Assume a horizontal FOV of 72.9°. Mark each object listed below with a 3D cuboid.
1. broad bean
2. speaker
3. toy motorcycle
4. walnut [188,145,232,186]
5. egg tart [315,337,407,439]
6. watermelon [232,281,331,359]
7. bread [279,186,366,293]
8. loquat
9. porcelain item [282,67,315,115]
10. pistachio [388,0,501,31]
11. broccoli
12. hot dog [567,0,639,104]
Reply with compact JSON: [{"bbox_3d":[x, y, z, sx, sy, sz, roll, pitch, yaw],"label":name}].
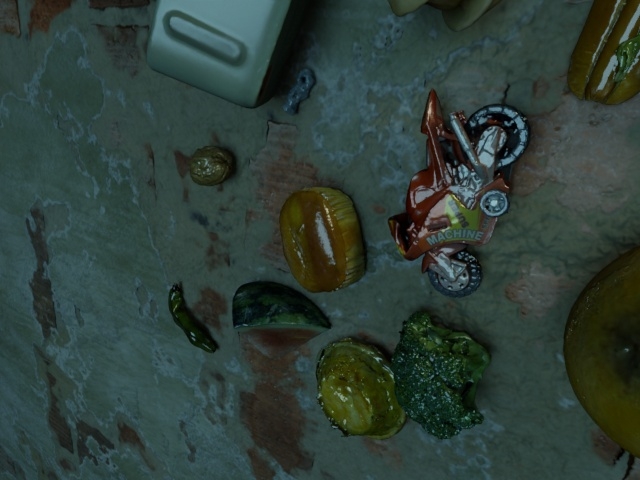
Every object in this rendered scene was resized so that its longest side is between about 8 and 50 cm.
[{"bbox_3d":[-0.325,0.199,1.061,0.061,0.046,0.195,-35,83,36],"label":"broad bean"},{"bbox_3d":[-0.105,-0.418,0.655,0.184,0.183,0.406,25,119,-4],"label":"speaker"},{"bbox_3d":[0.192,-0.059,0.645,0.171,0.089,0.298,21,113,26],"label":"toy motorcycle"},{"bbox_3d":[-0.226,-0.151,0.883,0.096,0.082,0.079,-2,75,32],"label":"walnut"},{"bbox_3d":[0.067,0.291,0.823,0.212,0.090,0.213,11,109,33],"label":"egg tart"},{"bbox_3d":[-0.080,0.160,0.904,0.207,0.136,0.202,10,152,1],"label":"watermelon"},{"bbox_3d":[0.000,0.000,0.772,0.132,0.114,0.191,-12,92,36],"label":"bread"},{"bbox_3d":[0.409,0.122,0.471,0.262,0.263,0.263,9,108,29],"label":"loquat"},{"bbox_3d":[-0.038,-0.263,0.763,0.036,0.028,0.083,42,120,17],"label":"porcelain item"},{"bbox_3d":[0.177,-0.411,0.477,0.229,0.238,0.321,9,123,-14],"label":"pistachio"},{"bbox_3d":[0.186,0.215,0.701,0.195,0.156,0.195,53,162,26],"label":"broccoli"},{"bbox_3d":[0.368,-0.280,0.488,0.100,0.068,0.250,26,116,22],"label":"hot dog"}]
